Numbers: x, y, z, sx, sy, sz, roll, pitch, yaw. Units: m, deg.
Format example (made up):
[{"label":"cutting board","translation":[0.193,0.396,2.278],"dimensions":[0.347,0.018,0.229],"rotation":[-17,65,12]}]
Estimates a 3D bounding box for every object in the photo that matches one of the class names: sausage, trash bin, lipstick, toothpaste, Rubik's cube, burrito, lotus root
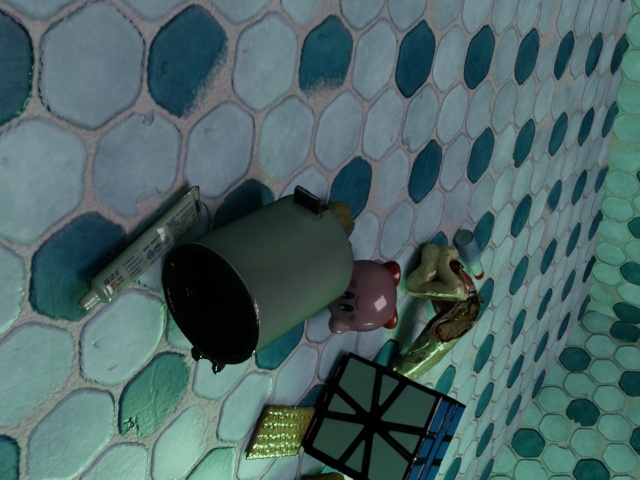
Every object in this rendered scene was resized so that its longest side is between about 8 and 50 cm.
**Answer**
[{"label":"sausage","translation":[0.402,0.169,2.116],"dimensions":[0.148,0.148,0.254],"rotation":[-56,149,-19]},{"label":"trash bin","translation":[-0.103,0.060,1.208],"dimensions":[0.263,0.217,0.277],"rotation":[-29,142,-47]},{"label":"lipstick","translation":[0.487,0.054,2.239],"dimensions":[0.068,0.061,0.274],"rotation":[-61,147,-16]},{"label":"toothpaste","translation":[-0.274,0.015,1.086],"dimensions":[0.268,0.047,0.069],"rotation":[-47,124,-34]},{"label":"Rubik's cube","translation":[0.170,0.480,1.798],"dimensions":[0.288,0.294,0.283],"rotation":[-64,149,-5]},{"label":"burrito","translation":[0.330,0.292,2.016],"dimensions":[0.347,0.107,0.175],"rotation":[-51,168,29]},{"label":"lotus root","translation":[0.000,0.000,1.452],"dimensions":[0.192,0.088,0.113],"rotation":[-49,150,-28]}]

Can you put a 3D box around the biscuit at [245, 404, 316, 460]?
[{"label":"biscuit","translation":[-0.089,0.453,1.654],"dimensions":[0.231,0.016,0.139],"rotation":[24,88,-59]}]

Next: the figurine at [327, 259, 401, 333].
[{"label":"figurine","translation":[0.093,0.125,1.594],"dimensions":[0.173,0.173,0.173],"rotation":[-34,134,-43]}]

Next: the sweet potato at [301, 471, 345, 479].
[{"label":"sweet potato","translation":[-0.021,0.667,1.812],"dimensions":[0.252,0.097,0.097],"rotation":[-3,111,-57]}]

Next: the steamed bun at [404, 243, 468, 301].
[{"label":"steamed bun","translation":[0.331,0.086,1.956],"dimensions":[0.141,0.172,0.155],"rotation":[32,63,-68]}]
